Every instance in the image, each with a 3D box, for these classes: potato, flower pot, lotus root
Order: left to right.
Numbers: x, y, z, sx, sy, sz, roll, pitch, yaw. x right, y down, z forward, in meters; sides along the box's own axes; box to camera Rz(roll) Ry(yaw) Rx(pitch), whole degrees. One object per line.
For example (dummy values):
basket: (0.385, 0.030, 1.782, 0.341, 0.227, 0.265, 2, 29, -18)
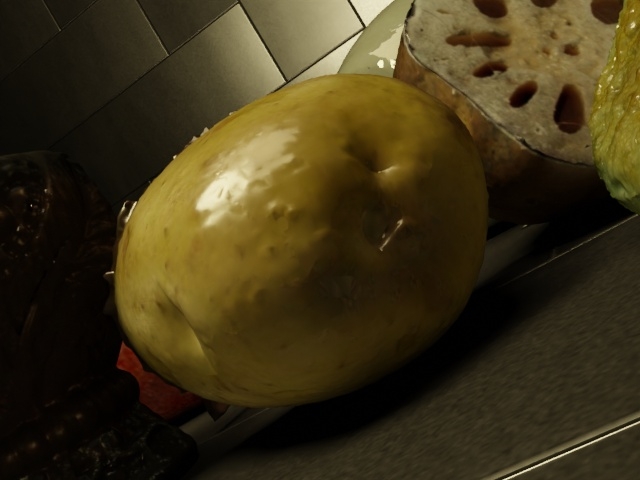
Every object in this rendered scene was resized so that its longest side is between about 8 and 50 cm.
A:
flower pot: (-0.245, 0.107, 0.595, 0.266, 0.267, 0.266, -31, -2, -1)
potato: (0.000, 0.000, 0.499, 0.285, 0.243, 0.242, -21, -4, -19)
lotus root: (0.179, -0.119, 0.662, 0.272, 0.272, 0.192, -30, -21, -30)

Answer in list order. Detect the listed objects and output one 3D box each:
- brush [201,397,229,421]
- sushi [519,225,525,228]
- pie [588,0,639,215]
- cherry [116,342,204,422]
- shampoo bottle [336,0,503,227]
brush: (-0.035, 0.098, 0.795, 0.071, 0.084, 0.301, -30, 6, 35)
sushi: (0.379, -0.168, 0.739, 0.296, 0.100, 0.373, -30, -1, -31)
pie: (0.227, -0.143, 0.404, 0.277, 0.078, 0.277, 22, -90, -86)
cherry: (-0.200, 0.120, 0.958, 0.239, 0.206, 0.239, -22, 9, 4)
shampoo bottle: (0.180, -0.172, 0.982, 0.317, 0.322, 0.322, -41, 4, -31)
